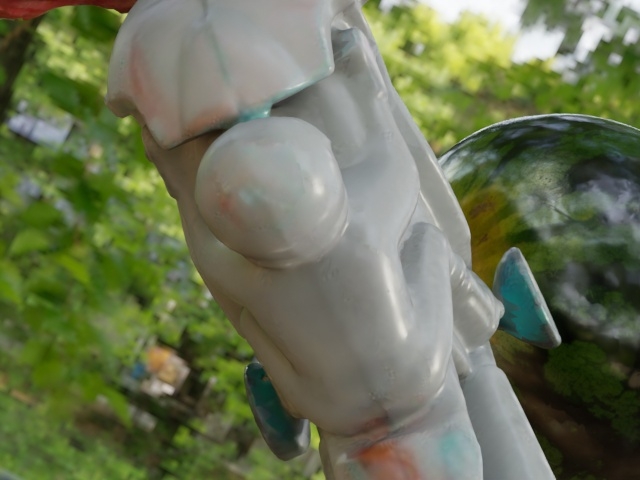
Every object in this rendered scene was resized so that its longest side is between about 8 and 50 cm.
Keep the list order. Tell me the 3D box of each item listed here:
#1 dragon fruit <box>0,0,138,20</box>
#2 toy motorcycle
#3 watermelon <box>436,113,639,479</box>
[{"bbox_3d":[-0.135,-0.232,0.754,0.231,0.237,0.302,1,-18,-23],"label":"dragon fruit"},{"bbox_3d":[0.000,0.000,0.509,0.260,0.110,0.171,69,11,18],"label":"toy motorcycle"},{"bbox_3d":[0.148,0.052,0.972,0.269,0.269,0.269,28,-4,2],"label":"watermelon"}]
